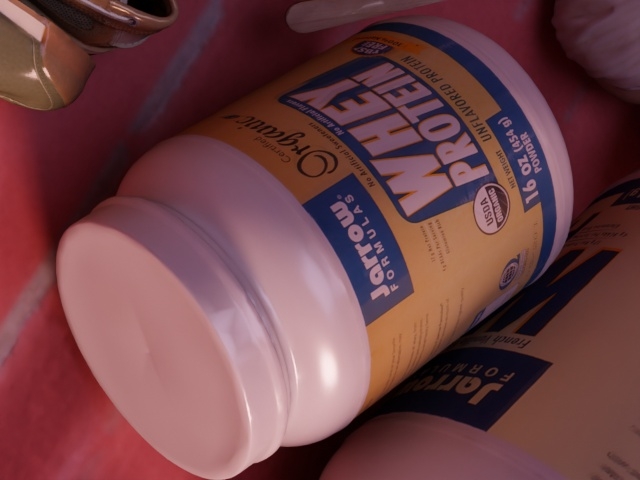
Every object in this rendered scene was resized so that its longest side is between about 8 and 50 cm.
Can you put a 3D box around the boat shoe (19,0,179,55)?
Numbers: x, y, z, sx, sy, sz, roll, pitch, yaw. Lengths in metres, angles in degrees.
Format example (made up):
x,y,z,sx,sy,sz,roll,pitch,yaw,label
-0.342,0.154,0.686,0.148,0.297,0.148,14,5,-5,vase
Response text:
x,y,z,sx,sy,sz,roll,pitch,yaw,label
-0.129,-0.144,0.575,0.190,0.072,0.068,34,72,-35,boat shoe

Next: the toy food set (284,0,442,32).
x,y,z,sx,sy,sz,roll,pitch,yaw,label
0.001,-0.206,0.687,0.128,0.071,0.218,-21,103,-3,toy food set

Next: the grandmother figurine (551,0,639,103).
x,y,z,sx,sy,sz,roll,pitch,yaw,label
0.251,-0.039,0.882,0.342,0.104,0.208,48,29,-27,grandmother figurine

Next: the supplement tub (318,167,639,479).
x,y,z,sx,sy,sz,roll,pitch,yaw,label
0.144,0.133,0.716,0.325,0.235,0.235,-40,117,-30,supplement tub

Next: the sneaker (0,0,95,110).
x,y,z,sx,sy,sz,roll,pitch,yaw,label
-0.182,-0.082,0.549,0.192,0.064,0.086,34,80,-36,sneaker

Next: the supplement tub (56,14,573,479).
x,y,z,sx,sy,sz,roll,pitch,yaw,label
0.000,0.000,0.645,0.199,0.144,0.144,-34,114,-33,supplement tub
